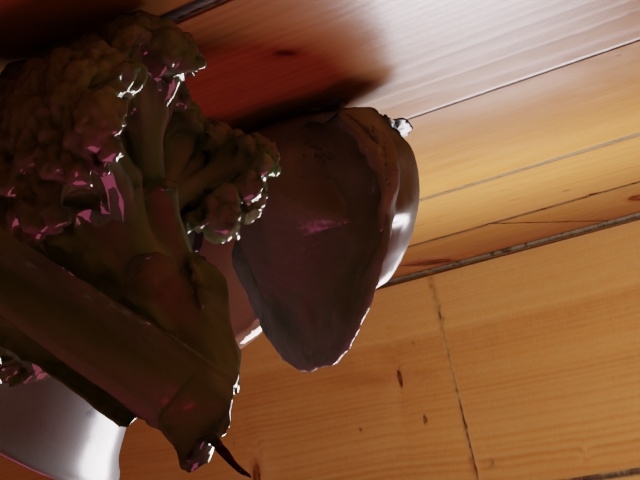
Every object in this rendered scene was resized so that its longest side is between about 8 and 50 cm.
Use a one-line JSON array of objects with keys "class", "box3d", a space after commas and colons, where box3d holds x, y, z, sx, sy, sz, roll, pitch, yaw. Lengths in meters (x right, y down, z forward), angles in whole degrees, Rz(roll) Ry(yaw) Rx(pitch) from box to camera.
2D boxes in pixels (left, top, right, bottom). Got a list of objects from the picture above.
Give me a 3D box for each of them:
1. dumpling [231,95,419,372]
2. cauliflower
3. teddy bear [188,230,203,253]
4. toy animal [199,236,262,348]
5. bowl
[{"class": "dumpling", "box3d": [0.010, -0.011, 1.192, 0.163, 0.204, 0.293, -27, 176, -32]}, {"class": "cauliflower", "box3d": [-0.127, 0.015, 0.826, 0.256, 0.315, 0.239, -39, 167, 8]}, {"class": "teddy bear", "box3d": [-0.161, -0.007, 1.142, 0.251, 0.144, 0.171, -6, 171, -43]}, {"class": "toy animal", "box3d": [-0.147, 0.036, 1.438, 0.213, 0.195, 0.256, -51, -172, -10]}, {"class": "bowl", "box3d": [-0.284, 0.066, 1.262, 0.157, 0.345, 0.345, -56, 170, 1]}]
